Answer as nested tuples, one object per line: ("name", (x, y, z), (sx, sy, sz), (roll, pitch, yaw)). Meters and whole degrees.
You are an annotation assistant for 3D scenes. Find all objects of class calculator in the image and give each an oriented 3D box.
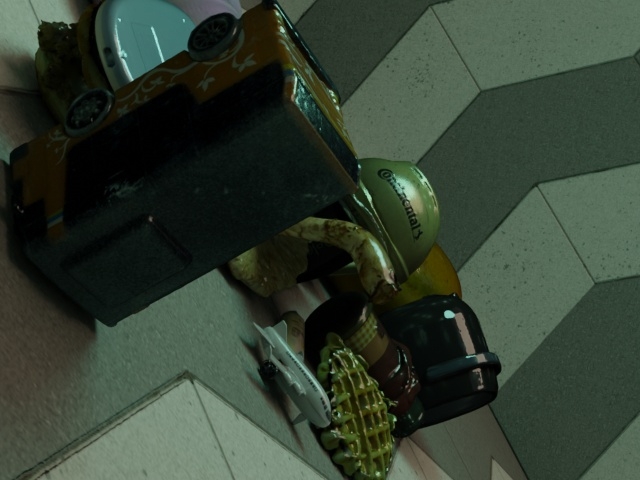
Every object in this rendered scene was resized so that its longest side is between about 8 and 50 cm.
("calculator", (-0.183, -0.207, 1.344), (0.303, 0.042, 0.188), (-14, 83, -69))

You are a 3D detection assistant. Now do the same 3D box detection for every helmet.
("helmet", (0.110, -0.060, 1.748), (0.257, 0.137, 0.204), (60, -2, -10))

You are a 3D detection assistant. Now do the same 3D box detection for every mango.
("mango", (0.128, 0.045, 2.361), (0.445, 0.232, 0.300), (48, 16, -25))

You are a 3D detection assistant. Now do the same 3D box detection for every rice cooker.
("rice cooker", (0.217, 0.235, 2.161), (0.267, 0.267, 0.224), (38, 32, -65))

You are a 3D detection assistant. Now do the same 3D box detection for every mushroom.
("mushroom", (-0.014, -0.017, 1.693), (0.208, 0.302, 0.233), (78, 25, -78))

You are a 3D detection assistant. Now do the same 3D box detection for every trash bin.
("trash bin", (0.000, 0.000, 1.917), (0.115, 0.165, 0.225), (63, 19, 11))

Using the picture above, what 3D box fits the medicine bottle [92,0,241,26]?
("medicine bottle", (-0.245, -0.379, 1.743), (0.219, 0.219, 0.388), (46, 16, -53))

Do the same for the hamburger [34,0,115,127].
("hamburger", (-0.281, -0.202, 1.339), (0.185, 0.131, 0.159), (49, 30, -47))

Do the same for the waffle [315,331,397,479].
("waffle", (0.053, 0.268, 1.715), (0.208, 0.054, 0.214), (55, 29, -32))

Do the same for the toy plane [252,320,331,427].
("toy plane", (-0.040, 0.190, 1.557), (0.171, 0.065, 0.162), (64, 10, 14))

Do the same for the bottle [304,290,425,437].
("bottle", (0.088, 0.225, 1.880), (0.271, 0.143, 0.156), (57, 45, -23))

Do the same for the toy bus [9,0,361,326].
("toy bus", (-0.136, -0.072, 1.093), (0.162, 0.323, 0.194), (51, 15, -43))

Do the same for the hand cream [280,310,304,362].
("hand cream", (-0.043, 0.161, 1.720), (0.061, 0.039, 0.143), (57, 15, -30))

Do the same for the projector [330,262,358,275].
("projector", (-0.009, -0.062, 2.139), (0.194, 0.088, 0.269), (-2, 71, -29))
